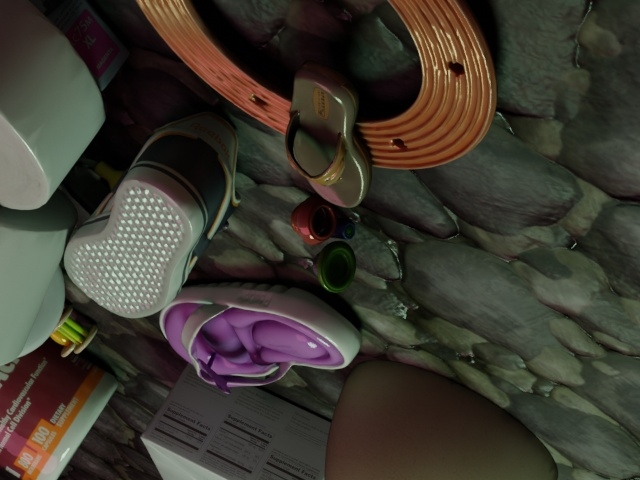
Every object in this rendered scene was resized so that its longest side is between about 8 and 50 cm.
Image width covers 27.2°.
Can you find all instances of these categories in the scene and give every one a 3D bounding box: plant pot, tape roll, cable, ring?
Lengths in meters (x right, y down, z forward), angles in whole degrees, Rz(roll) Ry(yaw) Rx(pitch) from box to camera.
[{"bbox_3d":[0.115,0.303,1.586,0.284,0.191,0.284,26,154,13],"label":"plant pot"},{"bbox_3d":[-0.403,0.005,1.414,0.246,0.169,0.246,23,-166,-6],"label":"tape roll"},{"bbox_3d":[-0.345,-0.154,1.231,0.286,0.100,0.286,26,157,12],"label":"tape roll"},{"bbox_3d":[-0.274,-0.090,1.492,0.287,0.072,0.139,44,162,2],"label":"cable"},{"bbox_3d":[-0.013,-0.175,1.028,0.336,0.032,0.337,26,154,14],"label":"ring"}]

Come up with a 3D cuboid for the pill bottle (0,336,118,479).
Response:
[{"bbox_3d":[-0.550,0.217,2.161,0.392,0.224,0.224,33,156,-4],"label":"pill bottle"}]

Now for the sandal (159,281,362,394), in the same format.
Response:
[{"bbox_3d":[-0.106,0.131,1.626,0.169,0.102,0.416,39,155,-16],"label":"sandal"}]

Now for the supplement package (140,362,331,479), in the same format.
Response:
[{"bbox_3d":[-0.095,0.318,1.913,0.261,0.145,0.204,23,154,18],"label":"supplement package"}]

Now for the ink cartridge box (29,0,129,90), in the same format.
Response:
[{"bbox_3d":[-0.330,-0.260,1.200,0.185,0.065,0.311,8,149,43],"label":"ink cartridge box"}]

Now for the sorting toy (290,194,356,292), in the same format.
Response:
[{"bbox_3d":[0.000,0.000,1.307,0.042,0.061,0.102,6,122,45],"label":"sorting toy"}]

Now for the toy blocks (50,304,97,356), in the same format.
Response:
[{"bbox_3d":[-0.423,0.112,2.020,0.148,0.054,0.123,40,155,-16],"label":"toy blocks"}]

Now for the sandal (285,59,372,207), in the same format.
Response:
[{"bbox_3d":[0.000,-0.079,1.096,0.072,0.049,0.180,24,155,17],"label":"sandal"}]

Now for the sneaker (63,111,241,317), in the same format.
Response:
[{"bbox_3d":[-0.163,-0.022,1.359,0.126,0.127,0.321,39,149,-8],"label":"sneaker"}]

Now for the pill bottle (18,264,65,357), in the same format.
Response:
[{"bbox_3d":[-0.521,0.074,1.901,0.334,0.188,0.188,-2,139,52],"label":"pill bottle"}]
